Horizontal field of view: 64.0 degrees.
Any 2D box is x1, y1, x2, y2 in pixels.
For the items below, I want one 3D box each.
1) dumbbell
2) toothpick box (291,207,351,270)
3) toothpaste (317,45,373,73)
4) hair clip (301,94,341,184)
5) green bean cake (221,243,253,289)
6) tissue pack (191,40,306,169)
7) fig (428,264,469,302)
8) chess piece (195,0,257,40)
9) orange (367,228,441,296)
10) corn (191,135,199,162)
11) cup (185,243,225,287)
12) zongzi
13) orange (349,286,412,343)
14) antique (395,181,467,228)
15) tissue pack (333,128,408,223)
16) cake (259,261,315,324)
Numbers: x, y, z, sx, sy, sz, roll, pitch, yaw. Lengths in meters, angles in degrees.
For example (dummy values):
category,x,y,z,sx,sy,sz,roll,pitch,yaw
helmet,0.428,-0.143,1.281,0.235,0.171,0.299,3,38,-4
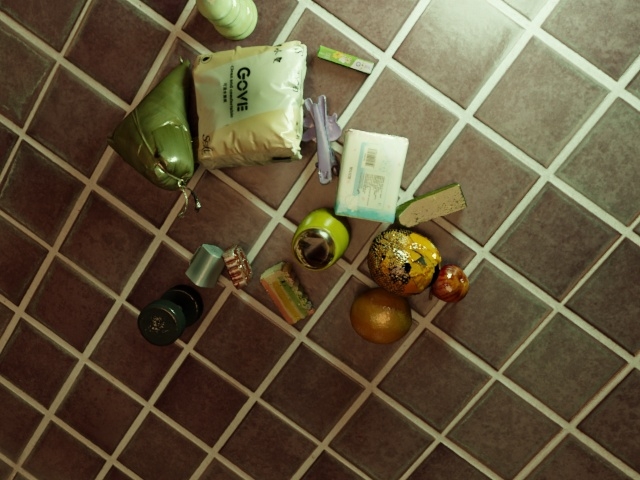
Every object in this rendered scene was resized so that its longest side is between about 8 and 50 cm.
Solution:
category,x,y,z,sx,sy,sz,roll,pitch,yaw
dumbbell,-0.513,0.255,1.764,0.152,0.218,0.153,2,103,8
toothpick box,0.000,0.000,1.603,0.174,0.271,0.175,2,102,9
toothpaste,0.078,-0.561,1.594,0.178,0.043,0.037,20,101,5
hair clip,0.002,-0.315,1.641,0.137,0.090,0.279,-6,93,23
green bean cake,-0.278,0.087,1.735,0.056,0.136,0.135,-23,101,5
tissue pack,-0.218,-0.415,1.598,0.389,0.195,0.376,-6,84,14
fig,0.414,0.141,1.660,0.128,0.150,0.129,1,87,-11
chess piece,-0.287,-0.689,1.516,0.144,0.251,0.145,2,102,8
orange,0.258,0.067,1.606,0.234,0.234,0.182,27,139,2
corn,-0.449,-0.295,1.718,0.165,0.063,0.085,-13,91,15
cup,-0.401,0.082,1.778,0.128,0.095,0.130,39,103,33
zongzi,-0.436,-0.334,1.565,0.447,0.181,0.418,37,93,37
orange,0.196,0.244,1.666,0.205,0.206,0.206,2,102,8
antique,0.343,-0.107,1.626,0.220,0.081,0.080,-19,97,12
tissue pack,0.153,-0.201,1.604,0.201,0.124,0.271,8,102,-6
cake,-0.113,0.178,1.779,0.109,0.090,0.225,-25,115,11
